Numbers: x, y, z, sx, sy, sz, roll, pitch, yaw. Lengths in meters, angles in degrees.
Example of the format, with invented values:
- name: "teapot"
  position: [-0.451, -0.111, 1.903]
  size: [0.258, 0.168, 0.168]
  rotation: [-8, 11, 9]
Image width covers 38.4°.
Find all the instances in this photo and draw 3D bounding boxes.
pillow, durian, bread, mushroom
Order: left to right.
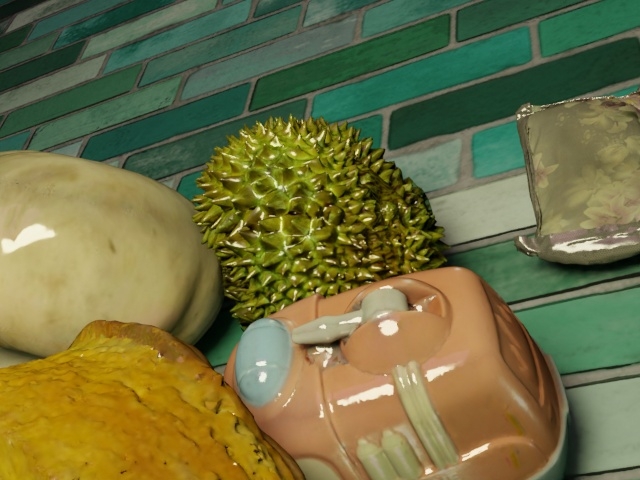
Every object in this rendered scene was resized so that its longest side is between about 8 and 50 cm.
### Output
- name: "mushroom"
  position: [-0.293, 0.041, 0.996]
  size: [0.353, 0.325, 0.353]
  rotation: [-5, 52, 6]
- name: "bread"
  position: [-0.160, 0.262, 0.626]
  size: [0.398, 0.215, 0.398]
  rotation: [1, 92, 38]
- name: "durian"
  position: [0.004, 0.000, 0.902]
  size: [0.225, 0.291, 0.291]
  rotation: [-23, 36, -7]
- name: "pillow"
  position: [0.281, -0.067, 0.932]
  size: [0.169, 0.059, 0.255]
  rotation: [-15, 39, 21]

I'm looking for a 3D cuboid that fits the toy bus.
- name: "toy bus"
  position: [0.045, 0.138, 0.732]
  size: [0.288, 0.232, 0.194]
  rotation: [-20, 42, 13]
